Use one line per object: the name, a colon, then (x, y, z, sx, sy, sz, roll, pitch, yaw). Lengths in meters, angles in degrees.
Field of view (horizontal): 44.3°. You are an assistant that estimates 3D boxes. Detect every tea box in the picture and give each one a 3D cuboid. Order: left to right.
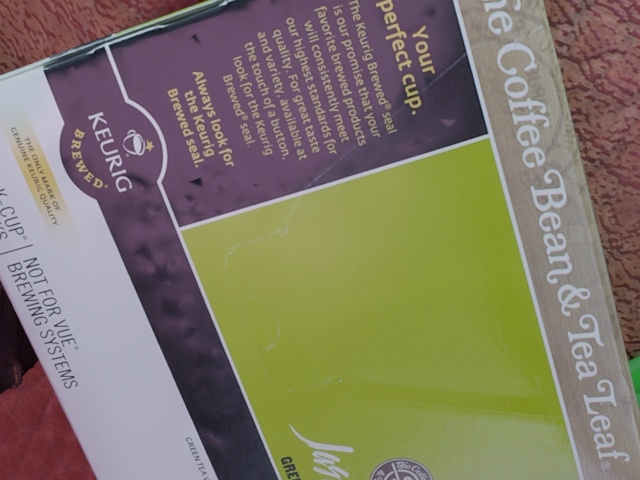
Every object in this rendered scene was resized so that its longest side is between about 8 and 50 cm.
tea box: (0.000, 0.000, 0.515, 0.323, 0.220, 0.329, -15, 108, 11)

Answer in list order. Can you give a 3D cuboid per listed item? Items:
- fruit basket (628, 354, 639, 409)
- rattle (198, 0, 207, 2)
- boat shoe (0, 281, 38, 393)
fruit basket: (0.352, 0.236, 0.490, 0.391, 0.283, 0.392, 18, 129, 25)
rattle: (-0.013, -0.193, 0.508, 0.199, 0.130, 0.143, 33, 111, 21)
boat shoe: (-0.336, -0.029, 0.623, 0.132, 0.130, 0.356, -17, 102, 39)
